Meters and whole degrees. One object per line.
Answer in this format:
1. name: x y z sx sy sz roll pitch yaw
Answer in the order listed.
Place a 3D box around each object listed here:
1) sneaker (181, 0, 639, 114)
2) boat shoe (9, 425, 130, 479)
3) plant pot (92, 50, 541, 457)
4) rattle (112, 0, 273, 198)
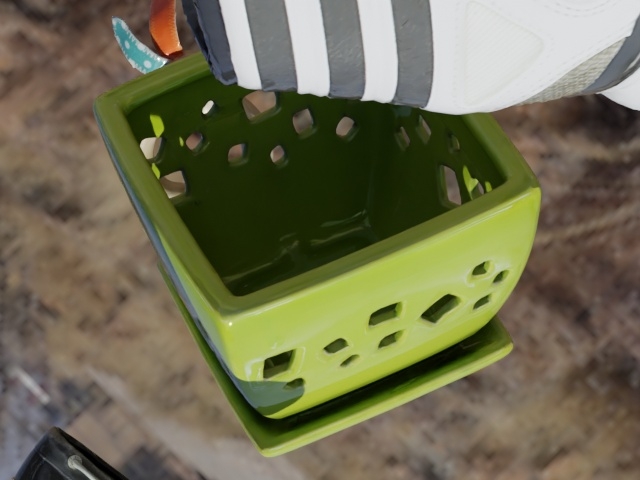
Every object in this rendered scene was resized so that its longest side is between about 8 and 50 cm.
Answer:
1. sneaker: 0.059 -0.203 0.478 0.169 0.257 0.448 57 144 38
2. boat shoe: -0.085 0.189 1.102 0.219 0.070 0.078 34 177 -15
3. plant pot: 0.000 0.000 1.245 0.228 0.227 0.207 57 164 37
4. rattle: -0.113 -0.084 1.476 0.130 0.143 0.200 1 122 18
